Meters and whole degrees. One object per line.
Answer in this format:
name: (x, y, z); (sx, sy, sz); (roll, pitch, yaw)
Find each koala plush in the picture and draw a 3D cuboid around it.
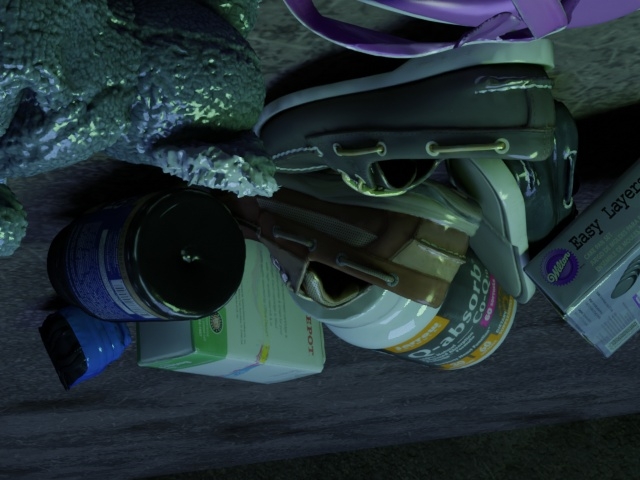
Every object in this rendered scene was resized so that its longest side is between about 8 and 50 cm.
koala plush: (-0.130, -0.100, 0.799); (0.221, 0.196, 0.203); (7, 151, -24)

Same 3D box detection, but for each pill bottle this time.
pill bottle: (-0.177, 0.018, 1.263); (0.123, 0.122, 0.219); (7, 173, -35)
pill bottle: (0.088, 0.045, 1.397); (0.162, 0.162, 0.278); (-14, 162, 28)

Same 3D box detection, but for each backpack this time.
backpack: (-0.294, 0.119, 1.658); (0.101, 0.098, 0.120); (-30, 176, -27)

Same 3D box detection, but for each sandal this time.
sandal: (0.057, -0.158, 0.790); (0.416, 0.102, 0.169); (4, 163, -35)

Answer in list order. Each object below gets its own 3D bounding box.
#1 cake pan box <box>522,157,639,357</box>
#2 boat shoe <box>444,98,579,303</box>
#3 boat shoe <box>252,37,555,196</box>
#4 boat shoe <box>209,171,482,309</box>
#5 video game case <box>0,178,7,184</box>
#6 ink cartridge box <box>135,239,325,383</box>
cake pan box: (0.325, -0.007, 1.248); (0.246, 0.070, 0.267); (-43, 156, 8)
boat shoe: (0.190, -0.041, 1.222); (0.113, 0.127, 0.340); (-38, 155, -4)
boat shoe: (0.055, -0.083, 1.027); (0.109, 0.091, 0.305); (-3, 174, -42)
boat shoe: (0.000, 0.000, 1.189); (0.123, 0.116, 0.324); (18, 172, -38)
video game case: (-0.415, -0.036, 1.144); (0.269, 0.061, 0.244); (-1, 164, -16)
ink cartridge box: (-0.097, 0.066, 1.423); (0.093, 0.154, 0.212); (-18, 160, 37)
